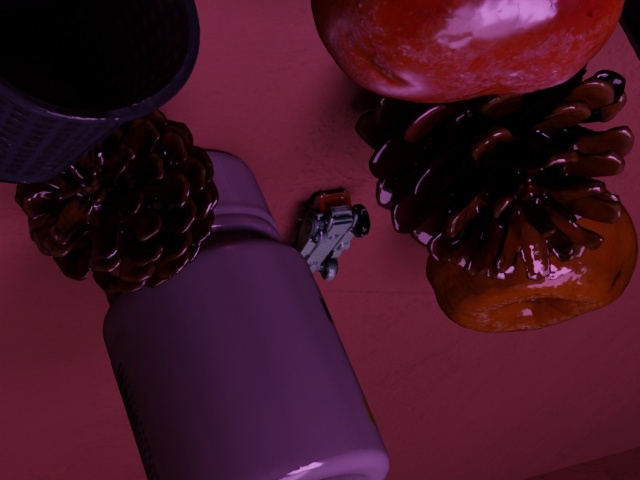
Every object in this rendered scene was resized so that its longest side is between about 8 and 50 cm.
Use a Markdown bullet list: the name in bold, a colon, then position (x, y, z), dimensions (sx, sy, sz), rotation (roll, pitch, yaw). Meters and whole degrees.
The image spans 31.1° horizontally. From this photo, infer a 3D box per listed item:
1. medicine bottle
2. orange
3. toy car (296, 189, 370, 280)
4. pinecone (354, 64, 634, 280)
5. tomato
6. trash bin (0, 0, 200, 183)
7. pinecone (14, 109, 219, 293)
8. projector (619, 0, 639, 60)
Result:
- **medicine bottle**: position (-0.090, 0.101, 1.077), dimensions (0.208, 0.340, 0.208), rotation (-18, 154, -9)
- **orange**: position (0.248, 0.004, 1.363), dimensions (0.249, 0.183, 0.249), rotation (-3, 161, -1)
- **toy car**: position (0.000, 0.000, 1.293), dimensions (0.073, 0.054, 0.143), rotation (-9, 155, -25)
- **pinecone**: position (0.166, -0.083, 1.051), dimensions (0.264, 0.264, 0.264), rotation (-19, 154, -9)
- **tomato**: position (0.104, -0.203, 0.785), dimensions (0.232, 0.232, 0.188), rotation (-17, -168, -13)
- **trash bin**: position (-0.191, -0.123, 0.788), dimensions (0.175, 0.175, 0.161), rotation (-6, 161, -32)
- **pinecone**: position (-0.172, -0.040, 0.937), dimensions (0.163, 0.163, 0.165), rotation (-26, 170, 6)
- **projector**: position (0.501, -0.273, 0.958), dimensions (0.405, 0.242, 0.395), rotation (-2, 150, -34)
